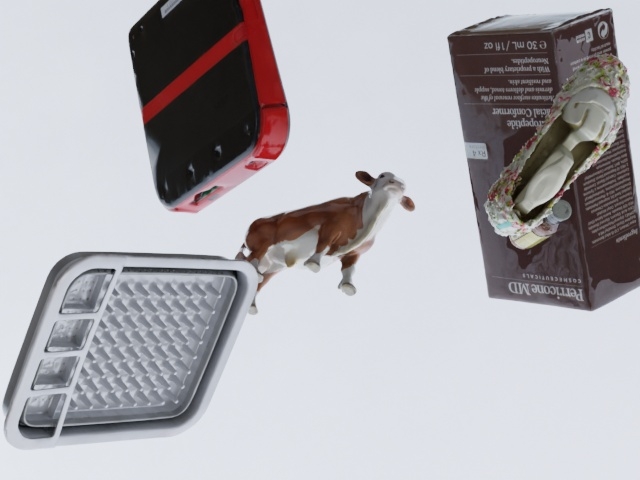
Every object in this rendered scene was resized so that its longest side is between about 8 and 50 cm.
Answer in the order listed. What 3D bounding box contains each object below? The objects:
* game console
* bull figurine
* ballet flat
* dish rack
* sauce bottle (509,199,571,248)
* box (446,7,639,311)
[{"bbox_3d":[-0.179,-0.243,2.310,0.060,0.342,0.386,-3,165,-33],"label":"game console"},{"bbox_3d":[0.000,0.000,2.206,0.310,0.101,0.188,-18,-147,36],"label":"bull figurine"},{"bbox_3d":[0.274,-0.101,1.651,0.241,0.091,0.077,-56,-170,-1],"label":"ballet flat"},{"bbox_3d":[-0.256,0.131,1.940,0.332,0.286,0.072,3,-154,-45],"label":"dish rack"},{"bbox_3d":[0.276,-0.021,1.856,0.042,0.042,0.128,-31,178,-21],"label":"sauce bottle"},{"bbox_3d":[0.305,-0.109,2.002,0.143,0.381,0.191,-24,-161,-38],"label":"box"}]
